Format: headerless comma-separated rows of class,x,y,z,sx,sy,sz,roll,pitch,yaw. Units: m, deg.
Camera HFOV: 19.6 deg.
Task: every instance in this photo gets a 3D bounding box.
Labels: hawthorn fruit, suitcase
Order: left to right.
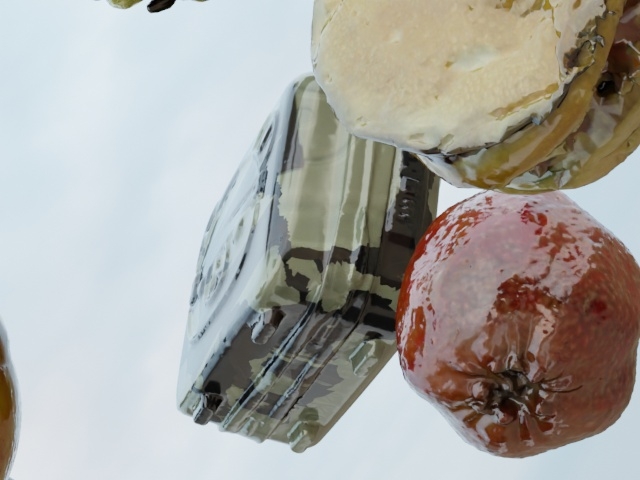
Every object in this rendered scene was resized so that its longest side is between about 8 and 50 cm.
suitcase,0.000,0.000,1.765,0.351,0.194,0.339,125,157,-55
hawthorn fruit,0.164,0.048,1.484,0.253,0.205,0.205,-70,0,-53

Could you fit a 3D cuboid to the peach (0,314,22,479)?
peach,-0.442,0.162,1.599,0.370,0.370,0.370,-51,-17,-22

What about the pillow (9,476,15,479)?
pillow,-0.419,0.277,2.008,0.141,0.208,0.055,-42,-38,-39

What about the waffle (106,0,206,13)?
waffle,-0.133,-0.394,1.702,0.382,0.379,0.095,-19,-10,-28

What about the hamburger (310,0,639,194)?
hamburger,0.114,-0.139,1.043,0.163,0.244,0.244,23,-79,-46
